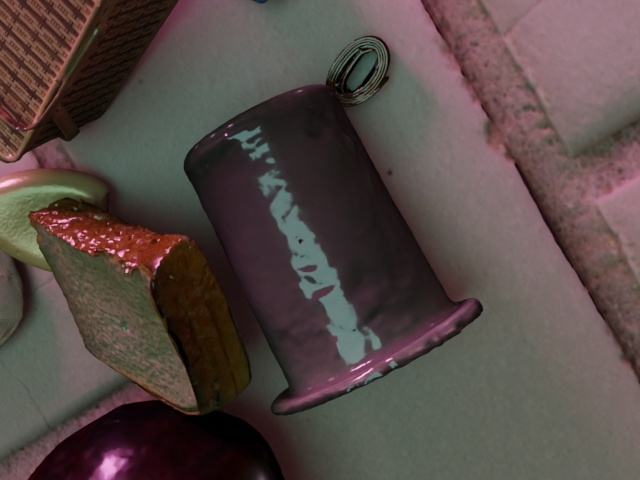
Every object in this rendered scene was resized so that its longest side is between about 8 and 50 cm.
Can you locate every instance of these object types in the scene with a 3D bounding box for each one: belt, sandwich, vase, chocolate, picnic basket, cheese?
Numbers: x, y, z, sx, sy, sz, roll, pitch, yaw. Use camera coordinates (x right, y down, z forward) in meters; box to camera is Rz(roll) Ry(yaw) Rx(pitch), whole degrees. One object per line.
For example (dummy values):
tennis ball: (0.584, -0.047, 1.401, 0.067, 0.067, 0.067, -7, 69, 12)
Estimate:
belt: (0.043, -0.183, 0.983, 0.059, 0.036, 0.083, 37, 108, -4)
sandwich: (-0.192, 0.069, 0.983, 0.251, 0.087, 0.226, 19, 133, 44)
vase: (0.000, 0.000, 0.937, 0.245, 0.245, 0.291, -26, 90, 17)
chocolate: (-0.161, 0.351, 0.999, 0.383, 0.383, 0.332, 0, 92, 13)
picnic basket: (-0.298, -0.255, 0.930, 0.228, 0.175, 0.313, 45, 127, 0)
cheese: (-0.382, -0.034, 1.070, 0.255, 0.050, 0.127, 9, 106, -6)

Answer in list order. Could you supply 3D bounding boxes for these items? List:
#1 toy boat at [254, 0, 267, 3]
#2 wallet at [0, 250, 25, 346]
toy boat: (-0.115, -0.349, 0.951, 0.100, 0.097, 0.223, -41, 91, 12)
wallet: (-0.520, 0.033, 1.134, 0.274, 0.068, 0.336, -21, 93, 8)
